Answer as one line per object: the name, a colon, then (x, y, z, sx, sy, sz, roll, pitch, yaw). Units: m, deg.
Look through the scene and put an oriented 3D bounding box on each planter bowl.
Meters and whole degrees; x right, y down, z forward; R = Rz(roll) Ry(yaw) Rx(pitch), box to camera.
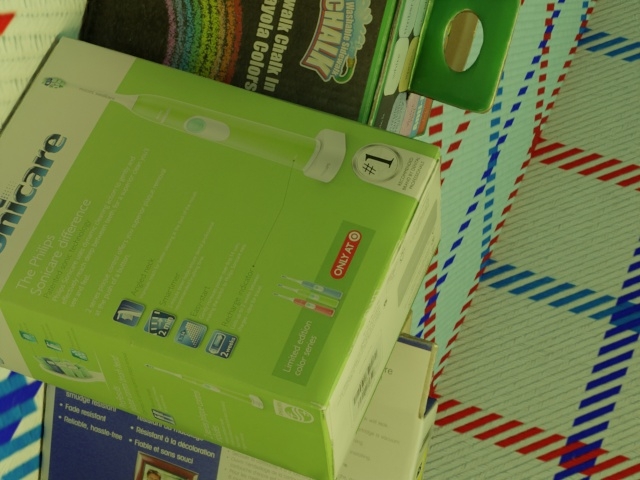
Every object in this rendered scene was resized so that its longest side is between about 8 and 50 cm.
planter bowl: (0.113, -0.253, 1.894, 0.162, 0.109, 0.162, 18, 90, -75)

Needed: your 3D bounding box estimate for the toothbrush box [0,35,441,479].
toothbrush box: (-0.084, 0.008, 1.095, 0.122, 0.283, 0.206, 85, 25, -59)

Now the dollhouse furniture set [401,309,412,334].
dollhouse furniture set: (0.000, 0.000, 1.463, 0.394, 0.256, 0.362, -58, 160, -45)

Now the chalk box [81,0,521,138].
chalk box: (0.003, -0.173, 1.196, 0.179, 0.289, 0.180, -24, 130, -71)

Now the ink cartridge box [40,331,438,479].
ink cartridge box: (-0.067, 0.148, 1.285, 0.072, 0.303, 0.307, -53, 157, -58)
